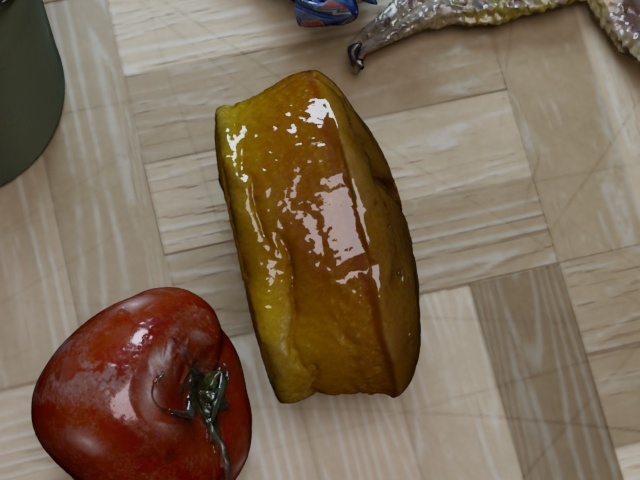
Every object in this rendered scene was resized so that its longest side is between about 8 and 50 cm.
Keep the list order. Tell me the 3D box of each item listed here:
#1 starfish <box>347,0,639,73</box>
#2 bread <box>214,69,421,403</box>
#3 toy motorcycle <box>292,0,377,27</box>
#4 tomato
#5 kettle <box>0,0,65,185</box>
[{"bbox_3d":[0.212,-0.286,1.313,0.384,0.132,0.398,-2,89,4],"label":"starfish"},{"bbox_3d":[0.000,0.000,1.179,0.143,0.195,0.269,-13,80,-2],"label":"bread"},{"bbox_3d":[-0.015,-0.253,1.291,0.205,0.076,0.114,35,90,20],"label":"toy motorcycle"},{"bbox_3d":[-0.135,0.131,1.157,0.187,0.151,0.187,21,61,-43],"label":"tomato"},{"bbox_3d":[-0.333,-0.189,1.135,0.205,0.318,0.265,-43,83,-13],"label":"kettle"}]
